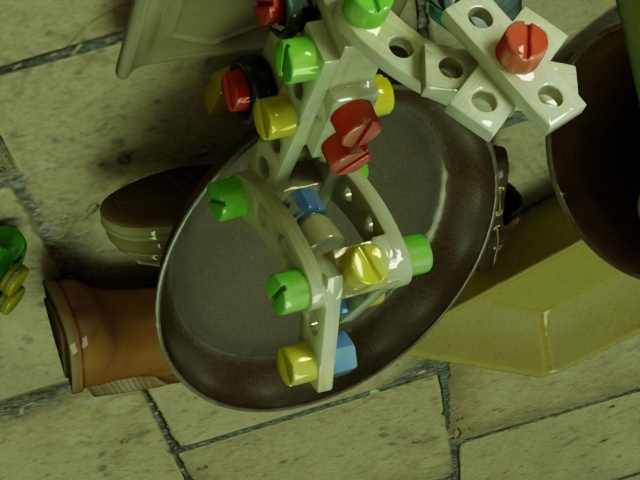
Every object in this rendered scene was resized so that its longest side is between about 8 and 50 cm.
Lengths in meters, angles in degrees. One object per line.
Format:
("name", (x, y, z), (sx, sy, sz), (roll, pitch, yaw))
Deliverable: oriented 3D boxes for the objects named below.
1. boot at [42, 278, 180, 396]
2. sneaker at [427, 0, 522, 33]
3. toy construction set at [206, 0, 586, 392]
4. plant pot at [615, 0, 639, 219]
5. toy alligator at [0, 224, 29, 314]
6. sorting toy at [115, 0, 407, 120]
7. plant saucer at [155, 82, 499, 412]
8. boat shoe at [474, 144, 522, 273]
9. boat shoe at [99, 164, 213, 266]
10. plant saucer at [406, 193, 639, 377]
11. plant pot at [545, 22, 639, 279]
("boot", (-0.124, 0.072, 1.762), (0.220, 0.109, 0.283), (-16, 160, 1))
("sneaker", (0.129, -0.185, 1.387), (0.098, 0.083, 0.223), (-53, 169, 3))
("toy construction set", (0.028, -0.064, 1.301), (0.151, 0.215, 0.328), (-5, 151, -36))
("plant pot", (0.303, -0.169, 1.310), (0.276, 0.254, 0.276), (-15, 159, -6))
("toy alligator", (-0.273, 0.031, 1.642), (0.051, 0.056, 0.190), (-52, 175, -28))
("sorting toy", (-0.033, -0.172, 1.353), (0.229, 0.041, 0.307), (-14, 159, -20))
("plant saucer", (0.000, 0.000, 1.543), (0.310, 0.050, 0.311), (-21, 135, -22))
("boat shoe", (0.150, -0.026, 1.782), (0.073, 0.073, 0.207), (-16, 159, 3))
("boat shoe", (-0.049, -0.007, 1.607), (0.285, 0.104, 0.089), (-5, 118, -30))
("plant saucer", (0.268, 0.027, 1.990), (0.333, 0.081, 0.332), (-30, 154, 30))
("plant pot", (0.342, -0.093, 1.634), (0.230, 0.215, 0.215), (-17, 164, -46))
